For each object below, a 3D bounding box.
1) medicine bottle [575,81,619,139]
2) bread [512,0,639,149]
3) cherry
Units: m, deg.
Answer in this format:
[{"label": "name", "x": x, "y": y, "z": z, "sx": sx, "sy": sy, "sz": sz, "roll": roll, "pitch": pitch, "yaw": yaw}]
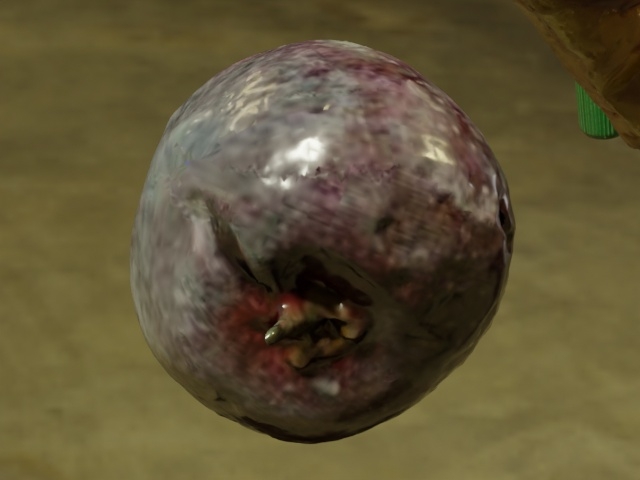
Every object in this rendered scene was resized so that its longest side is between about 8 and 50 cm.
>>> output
[{"label": "medicine bottle", "x": 0.247, "y": -0.213, "z": 1.760, "sx": 0.064, "sy": 0.260, "sz": 0.095, "roll": -14, "pitch": 30, "yaw": -13}, {"label": "bread", "x": 0.220, "y": -0.184, "z": 1.359, "sx": 0.109, "sy": 0.185, "sz": 0.380, "roll": 8, "pitch": -27, "yaw": 49}, {"label": "cherry", "x": -0.002, "y": -0.008, "z": 0.939, "sx": 0.195, "sy": 0.195, "sz": 0.195, "roll": 2, "pitch": 19, "yaw": -1}]
